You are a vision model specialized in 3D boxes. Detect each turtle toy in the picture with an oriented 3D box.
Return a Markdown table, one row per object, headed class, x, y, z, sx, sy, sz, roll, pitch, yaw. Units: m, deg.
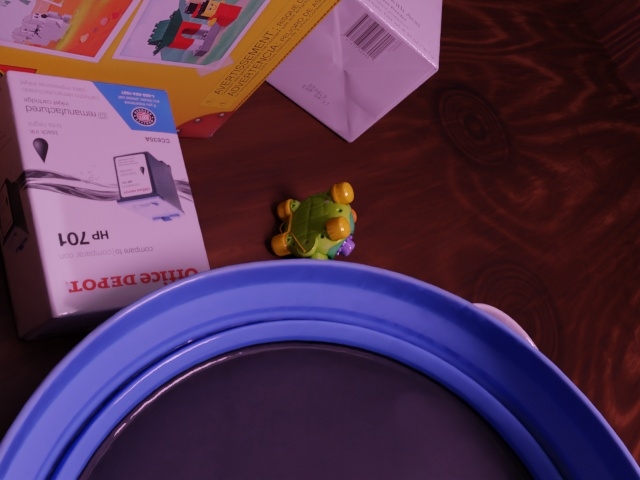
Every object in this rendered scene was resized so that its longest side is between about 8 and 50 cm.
| class | x | y | z | sx | sy | sz | roll | pitch | yaw |
| --- | --- | --- | --- | --- | --- | --- | --- | --- | --- |
| turtle toy | 0.000 | 0.000 | 0.672 | 0.066 | 0.095 | 0.130 | 48 | 37 | -42 |

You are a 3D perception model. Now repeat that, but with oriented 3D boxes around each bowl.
| class | x | y | z | sx | sy | sz | roll | pitch | yaw |
| --- | --- | --- | --- | --- | --- | --- | --- | --- | --- |
| bowl | 0.013 | 0.180 | 0.345 | 0.391 | 0.077 | 0.391 | 9 | 45 | -9 |

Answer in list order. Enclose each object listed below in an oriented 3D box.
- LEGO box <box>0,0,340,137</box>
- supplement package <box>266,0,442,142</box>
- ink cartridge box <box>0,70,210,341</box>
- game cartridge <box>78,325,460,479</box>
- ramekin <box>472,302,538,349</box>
| class | x | y | z | sx | sy | sz | roll | pitch | yaw |
| --- | --- | --- | --- | --- | --- | --- | --- | --- | --- |
| LEGO box | -0.131 | -0.286 | 0.416 | 0.372 | 0.500 | 0.193 | -5 | 69 | -46 |
| supplement package | 0.051 | -0.323 | 0.855 | 0.177 | 0.175 | 0.293 | 32 | 46 | -23 |
| ink cartridge box | -0.182 | -0.028 | 0.500 | 0.139 | 0.082 | 0.191 | -6 | 75 | -45 |
| game cartridge | -0.047 | 0.211 | 0.390 | 0.355 | 0.068 | 0.230 | 21 | 41 | 4 |
| ramekin | 0.170 | 0.185 | 0.688 | 0.207 | 0.109 | 0.207 | 23 | 51 | -31 |
